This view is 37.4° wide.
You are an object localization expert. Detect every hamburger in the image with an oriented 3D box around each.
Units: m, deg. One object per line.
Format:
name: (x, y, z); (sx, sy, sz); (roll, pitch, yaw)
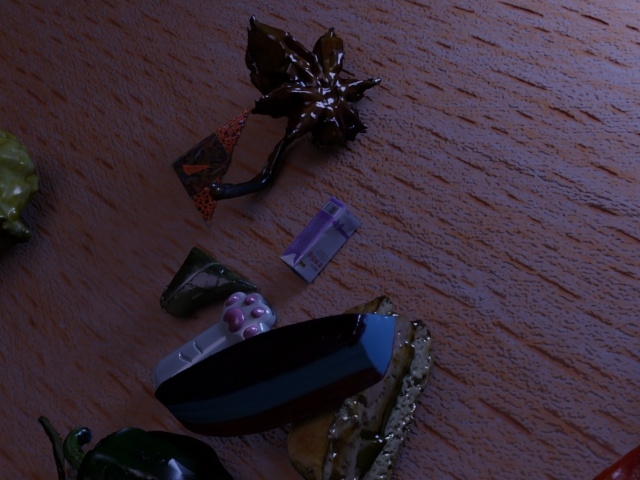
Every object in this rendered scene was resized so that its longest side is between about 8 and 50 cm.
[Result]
hamburger: (0.040, 0.206, 1.147); (0.131, 0.124, 0.262); (-11, 49, 51)

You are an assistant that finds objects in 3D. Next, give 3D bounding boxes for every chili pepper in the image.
chili pepper: (0.329, 0.262, 0.991); (0.169, 0.065, 0.088); (-47, 53, -9)
chili pepper: (-0.234, 0.314, 1.192); (0.261, 0.174, 0.165); (6, 90, 29)

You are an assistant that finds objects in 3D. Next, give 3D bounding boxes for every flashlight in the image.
flashlight: (-0.154, 0.147, 1.318); (0.200, 0.047, 0.093); (-36, 52, 3)

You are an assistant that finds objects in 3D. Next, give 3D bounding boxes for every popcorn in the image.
popcorn: (-0.610, -0.072, 1.581); (0.257, 0.224, 0.270); (7, 59, 22)

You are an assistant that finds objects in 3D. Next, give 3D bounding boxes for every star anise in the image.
star anise: (-0.052, -0.195, 1.403); (0.237, 0.148, 0.346); (34, 77, -6)

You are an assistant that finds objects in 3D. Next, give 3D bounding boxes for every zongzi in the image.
zongzi: (-0.166, 0.081, 1.364); (0.119, 0.055, 0.109); (32, 82, 26)

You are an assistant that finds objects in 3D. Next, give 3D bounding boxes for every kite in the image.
kite: (-0.195, -0.124, 1.525); (0.125, 0.008, 0.222); (4, 64, 30)

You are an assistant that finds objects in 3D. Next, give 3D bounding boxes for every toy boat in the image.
toy boat: (-0.072, 0.168, 1.159); (0.392, 0.079, 0.136); (-24, 38, 39)

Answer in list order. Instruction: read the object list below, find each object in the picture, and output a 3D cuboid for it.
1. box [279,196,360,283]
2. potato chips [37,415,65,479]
box: (0.000, 0.000, 1.322); (0.117, 0.050, 0.036); (-51, 45, -6)
potato chips: (-0.347, 0.330, 1.268); (0.026, 0.142, 0.209); (-12, 72, -17)
